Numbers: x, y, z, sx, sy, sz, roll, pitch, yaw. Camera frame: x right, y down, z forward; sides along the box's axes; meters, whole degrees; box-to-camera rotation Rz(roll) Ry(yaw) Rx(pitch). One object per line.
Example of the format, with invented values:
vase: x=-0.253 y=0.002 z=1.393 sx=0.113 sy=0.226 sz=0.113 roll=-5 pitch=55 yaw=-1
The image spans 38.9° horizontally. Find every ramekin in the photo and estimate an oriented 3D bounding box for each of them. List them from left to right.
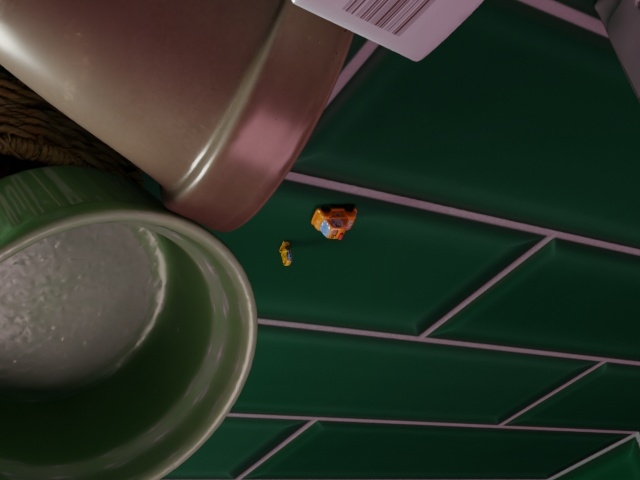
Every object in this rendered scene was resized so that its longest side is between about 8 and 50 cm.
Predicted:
ramekin: x=-0.223 y=0.080 z=0.822 sx=0.303 sy=0.148 sz=0.304 roll=-17 pitch=124 yaw=-26

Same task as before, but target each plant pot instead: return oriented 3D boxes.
plant pot: x=-0.125 y=-0.169 z=0.710 sx=0.229 sy=0.263 sz=0.263 roll=25 pitch=135 yaw=-20

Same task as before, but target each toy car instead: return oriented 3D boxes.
toy car: x=0.000 y=0.000 z=1.183 sx=0.060 sy=0.041 sz=0.122 roll=10 pitch=141 yaw=-33

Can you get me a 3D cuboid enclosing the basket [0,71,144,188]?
basket: x=-0.311 y=-0.012 z=0.871 sx=0.299 sy=0.223 sz=0.213 roll=18 pitch=137 yaw=-40

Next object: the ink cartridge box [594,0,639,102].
ink cartridge box: x=0.422 y=-0.225 z=0.866 sx=0.232 sy=0.168 sz=0.171 roll=-4 pitch=148 yaw=-14

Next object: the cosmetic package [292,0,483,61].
cosmetic package: x=0.024 y=-0.242 z=0.621 sx=0.117 sy=0.231 sz=0.085 roll=15 pitch=137 yaw=-39
